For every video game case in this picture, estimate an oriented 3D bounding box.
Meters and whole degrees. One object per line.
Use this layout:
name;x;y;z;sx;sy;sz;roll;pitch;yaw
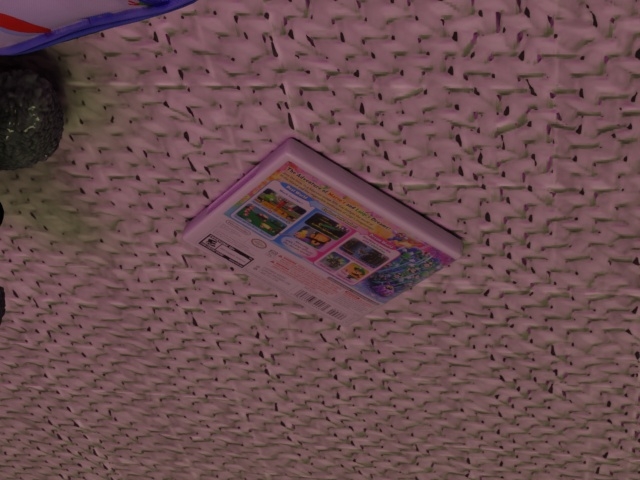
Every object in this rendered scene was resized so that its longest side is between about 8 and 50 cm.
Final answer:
video game case;0.000;0.000;0.887;0.157;0.019;0.143;30;140;-23

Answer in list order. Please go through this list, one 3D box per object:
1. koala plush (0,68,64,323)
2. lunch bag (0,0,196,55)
koala plush;-0.261;-0.029;0.695;0.203;0.196;0.221;17;180;-16
lunch bag;-0.175;-0.216;0.516;0.243;0.115;0.303;-2;145;43
